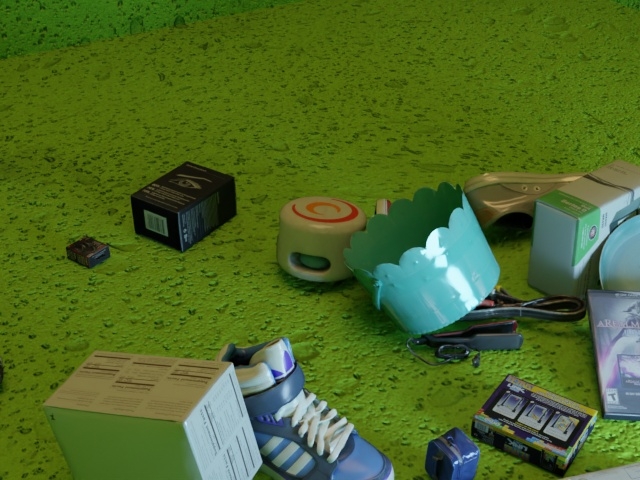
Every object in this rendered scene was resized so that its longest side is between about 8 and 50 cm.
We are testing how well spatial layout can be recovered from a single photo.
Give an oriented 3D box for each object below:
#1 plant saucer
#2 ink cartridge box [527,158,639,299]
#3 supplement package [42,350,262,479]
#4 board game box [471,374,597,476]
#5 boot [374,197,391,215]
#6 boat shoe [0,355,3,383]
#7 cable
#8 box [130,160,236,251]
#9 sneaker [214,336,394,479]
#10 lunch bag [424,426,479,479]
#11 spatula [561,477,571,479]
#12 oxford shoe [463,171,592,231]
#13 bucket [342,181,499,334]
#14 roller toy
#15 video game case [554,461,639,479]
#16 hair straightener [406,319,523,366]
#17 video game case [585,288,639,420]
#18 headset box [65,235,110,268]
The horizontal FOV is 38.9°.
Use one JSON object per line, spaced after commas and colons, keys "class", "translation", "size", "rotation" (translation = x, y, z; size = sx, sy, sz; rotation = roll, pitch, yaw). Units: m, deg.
{"class": "plant saucer", "translation": [0.708, 0.086, 1.803], "size": [0.317, 0.044, 0.318], "rotation": [0, 60, -1]}
{"class": "ink cartridge box", "translation": [0.581, -0.023, 1.916], "size": [0.289, 0.211, 0.121], "rotation": [-24, 36, -32]}
{"class": "supplement package", "translation": [-0.254, 0.300, 1.394], "size": [0.261, 0.204, 0.145], "rotation": [1, 30, 27]}
{"class": "board game box", "translation": [0.365, 0.313, 1.553], "size": [0.170, 0.048, 0.141], "rotation": [21, 36, 30]}
{"class": "boot", "translation": [0.209, -0.006, 2.020], "size": [0.176, 0.088, 0.244], "rotation": [-3, 41, -5]}
{"class": "boat shoe", "translation": [-0.689, 0.251, 1.630], "size": [0.227, 0.081, 0.069], "rotation": [-9, 30, -18]}
{"class": "cable", "translation": [0.375, 0.119, 1.803], "size": [0.287, 0.072, 0.139], "rotation": [5, 25, 28]}
{"class": "box", "translation": [-0.316, -0.083, 2.120], "size": [0.153, 0.108, 0.207], "rotation": [20, 38, 29]}
{"class": "sneaker", "translation": [-0.035, 0.273, 1.444], "size": [0.322, 0.236, 0.130], "rotation": [15, 36, 23]}
{"class": "lunch bag", "translation": [0.207, 0.351, 1.448], "size": [0.065, 0.098, 0.067], "rotation": [-23, 44, -27]}
{"class": "spatula", "translation": [0.320, 0.456, 1.306], "size": [0.168, 0.019, 0.242], "rotation": [-19, 37, 11]}
{"class": "oxford shoe", "translation": [0.545, -0.083, 2.108], "size": [0.449, 0.169, 0.130], "rotation": [-2, 73, -16]}
{"class": "bucket", "translation": [0.201, 0.038, 1.771], "size": [0.281, 0.183, 0.281], "rotation": [-29, 19, 11]}
{"class": "roller toy", "translation": [0.000, 0.000, 1.953], "size": [0.191, 0.146, 0.209], "rotation": [-8, 27, -28]}
{"class": "video game case", "translation": [0.458, 0.435, 1.366], "size": [0.232, 0.042, 0.210], "rotation": [-9, 34, -12]}
{"class": "hair straightener", "translation": [0.278, 0.197, 1.729], "size": [0.230, 0.047, 0.089], "rotation": [-1, 34, -10]}
{"class": "video game case", "translation": [0.600, 0.207, 1.664], "size": [0.196, 0.026, 0.274], "rotation": [2, 51, 4]}
{"class": "headset box", "translation": [-0.515, 0.027, 2.021], "size": [0.083, 0.032, 0.062], "rotation": [20, 38, 31]}
